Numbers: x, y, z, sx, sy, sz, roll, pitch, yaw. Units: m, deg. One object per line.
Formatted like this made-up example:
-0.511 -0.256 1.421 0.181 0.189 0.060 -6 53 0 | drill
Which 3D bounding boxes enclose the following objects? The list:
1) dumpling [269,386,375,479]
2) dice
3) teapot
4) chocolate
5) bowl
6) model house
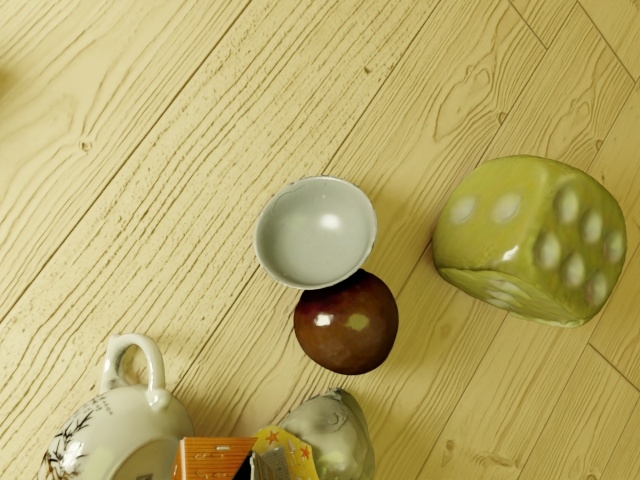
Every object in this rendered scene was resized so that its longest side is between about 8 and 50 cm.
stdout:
0.017 0.331 0.812 0.172 0.142 0.247 59 37 -3 | dumpling
0.359 0.003 0.928 0.238 0.233 0.226 33 79 -25 | dice
-0.264 0.274 0.706 0.208 0.166 0.299 19 75 -43 | teapot
0.046 0.137 0.830 0.177 0.177 0.176 -2 95 -26 | chocolate
0.000 0.000 0.818 0.189 0.189 0.086 -54 155 -13 | bowl
-0.110 0.305 0.644 0.208 0.219 0.135 -23 130 2 | model house
